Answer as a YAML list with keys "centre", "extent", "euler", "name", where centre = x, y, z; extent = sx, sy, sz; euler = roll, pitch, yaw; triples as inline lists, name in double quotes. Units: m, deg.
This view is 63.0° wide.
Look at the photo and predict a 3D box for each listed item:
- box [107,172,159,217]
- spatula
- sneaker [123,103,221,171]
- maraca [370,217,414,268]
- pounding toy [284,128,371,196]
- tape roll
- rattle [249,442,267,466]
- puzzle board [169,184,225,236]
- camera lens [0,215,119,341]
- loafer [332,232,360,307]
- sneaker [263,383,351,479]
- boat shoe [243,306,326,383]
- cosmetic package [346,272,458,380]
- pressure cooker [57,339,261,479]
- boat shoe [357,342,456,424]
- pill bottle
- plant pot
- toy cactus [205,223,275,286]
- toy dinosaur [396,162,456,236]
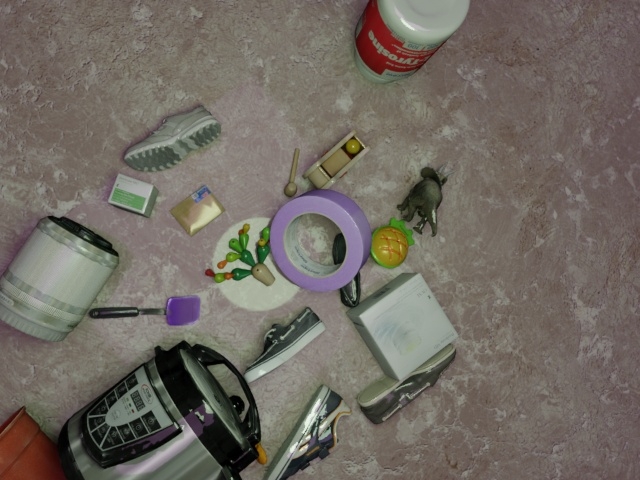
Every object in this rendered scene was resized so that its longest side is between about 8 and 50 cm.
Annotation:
- centre: [-0.513, -0.122, 1.439]
  extent: [0.101, 0.102, 0.087]
  euler: [19, 82, -8]
  name: "box"
- centre: [-0.488, 0.201, 1.464]
  extent: [0.296, 0.030, 0.084]
  euler: [-1, 90, -11]
  name: "spatula"
- centre: [-0.425, -0.290, 1.483]
  extent: [0.281, 0.105, 0.115]
  euler: [-26, 62, -8]
  name: "sneaker"
- centre: [0.216, 0.007, 1.572]
  extent: [0.127, 0.099, 0.185]
  euler: [51, 54, -7]
  name: "maraca"
- centre: [0.001, -0.233, 1.512]
  extent: [0.269, 0.154, 0.155]
  euler: [-43, 95, -10]
  name: "pounding toy"
- centre: [0.000, 0.000, 1.454]
  extent: [0.274, 0.090, 0.275]
  euler: [7, 110, 21]
  name: "tape roll"
- centre: [-0.259, 0.589, 1.438]
  extent: [0.199, 0.143, 0.130]
  euler: [12, 104, -16]
  name: "rattle"
- centre: [-0.354, -0.086, 1.513]
  extent: [0.128, 0.011, 0.096]
  euler: [-40, 93, -10]
  name: "puzzle board"
- centre: [-0.673, 0.090, 1.340]
  extent: [0.219, 0.219, 0.274]
  euler: [32, 82, -7]
  name: "camera lens"
- centre: [0.084, 0.087, 1.549]
  extent: [0.076, 0.078, 0.223]
  euler: [-7, 89, -11]
  name: "loafer"
- centre: [-0.031, 0.579, 1.482]
  extent: [0.127, 0.126, 0.321]
  euler: [35, 80, -1]
  name: "sneaker"
- centre: [-0.111, 0.281, 1.450]
  extent: [0.301, 0.108, 0.102]
  euler: [-32, 83, -39]
  name: "boat shoe"
- centre: [0.240, 0.247, 1.537]
  extent: [0.224, 0.138, 0.225]
  euler: [-34, 95, -13]
  name: "cosmetic package"
- centre: [-0.367, 0.469, 1.299]
  extent: [0.420, 0.375, 0.370]
  euler: [-35, 99, -12]
  name: "pressure cooker"
- centre: [0.268, 0.425, 1.560]
  extent: [0.335, 0.112, 0.096]
  euler: [-30, 105, -6]
  name: "boat shoe"
- centre: [0.223, -0.584, 1.439]
  extent: [0.228, 0.407, 0.229]
  euler: [0, 87, -10]
  name: "pill bottle"
- centre: [-0.740, 0.605, 1.297]
  extent: [0.272, 0.272, 0.265]
  euler: [-46, 104, -9]
  name: "plant pot"
- centre: [-0.206, 0.062, 1.502]
  extent: [0.219, 0.112, 0.180]
  euler: [-47, 114, -11]
  name: "toy cactus"
- centre: [0.306, -0.122, 1.537]
  extent: [0.121, 0.313, 0.160]
  euler: [24, 121, 2]
  name: "toy dinosaur"
